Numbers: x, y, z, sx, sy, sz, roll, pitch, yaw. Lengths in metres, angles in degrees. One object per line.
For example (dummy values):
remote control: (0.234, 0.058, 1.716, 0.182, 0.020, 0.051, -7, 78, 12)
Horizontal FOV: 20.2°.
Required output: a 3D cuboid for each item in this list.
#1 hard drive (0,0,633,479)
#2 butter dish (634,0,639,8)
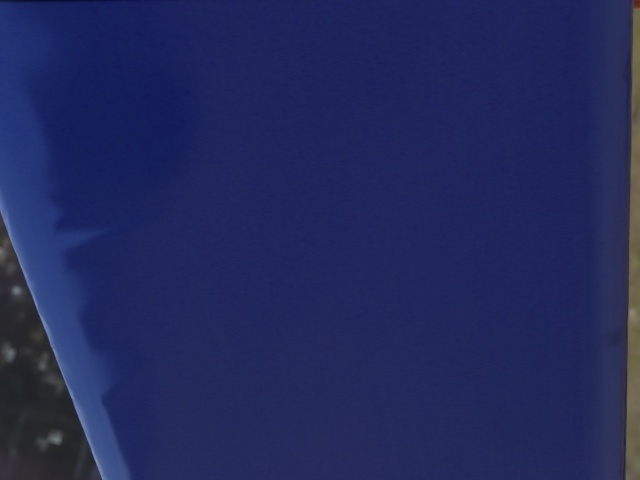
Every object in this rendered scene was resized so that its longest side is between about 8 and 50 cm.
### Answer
hard drive: (0.000, 0.000, 0.617, 0.318, 0.210, 0.040, 80, -166, -49)
butter dish: (0.214, -0.221, 1.055, 0.160, 0.160, 0.118, 81, -163, -55)
